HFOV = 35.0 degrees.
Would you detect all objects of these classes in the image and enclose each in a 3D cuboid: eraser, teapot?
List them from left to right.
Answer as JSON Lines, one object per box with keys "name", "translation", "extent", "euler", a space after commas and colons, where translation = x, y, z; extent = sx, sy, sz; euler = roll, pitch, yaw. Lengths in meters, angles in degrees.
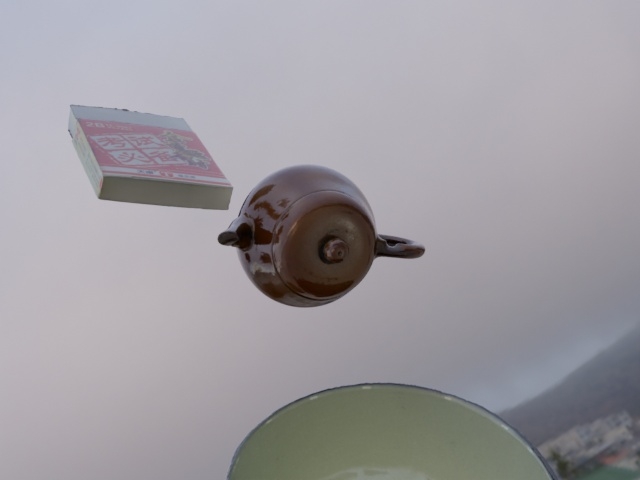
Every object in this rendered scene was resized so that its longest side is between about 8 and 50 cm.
{"name": "eraser", "translation": [-0.215, -0.105, 1.245], "extent": [0.157, 0.230, 0.038], "euler": [4, -65, -26]}
{"name": "teapot", "translation": [0.000, 0.000, 0.762], "extent": [0.173, 0.116, 0.116], "euler": [5, -39, -22]}

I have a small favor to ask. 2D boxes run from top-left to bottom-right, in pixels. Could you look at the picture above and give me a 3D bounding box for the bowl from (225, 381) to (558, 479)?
{"name": "bowl", "translation": [0.049, 0.220, 0.727], "extent": [0.237, 0.237, 0.126], "euler": [-18, -51, -30]}
